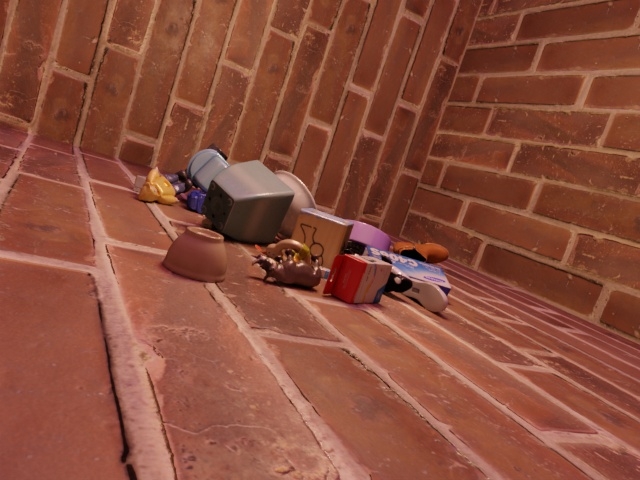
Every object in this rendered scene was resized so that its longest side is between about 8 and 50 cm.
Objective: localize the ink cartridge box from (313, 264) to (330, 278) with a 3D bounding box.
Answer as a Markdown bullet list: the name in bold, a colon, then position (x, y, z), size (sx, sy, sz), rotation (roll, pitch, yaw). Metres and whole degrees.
- **ink cartridge box**: position (-0.005, 0.106, 1.777), size (0.083, 0.028, 0.048), rotation (19, 7, 9)

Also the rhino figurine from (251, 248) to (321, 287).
- **rhino figurine**: position (-0.095, 0.083, 1.499), size (0.243, 0.073, 0.106), rotation (11, 46, -38)

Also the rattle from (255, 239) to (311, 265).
- **rattle**: position (-0.138, 0.076, 1.677), size (0.199, 0.143, 0.130), rotation (5, -28, 13)

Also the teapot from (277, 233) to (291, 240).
- **teapot**: position (-0.068, -0.076, 2.348), size (0.256, 0.187, 0.252), rotation (21, 8, 11)

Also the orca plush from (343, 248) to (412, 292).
- **orca plush**: position (0.188, 0.121, 1.853), size (0.287, 0.151, 0.102), rotation (37, 51, 24)

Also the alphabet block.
- **alphabet block**: position (0.000, 0.000, 1.917), size (0.192, 0.197, 0.193), rotation (21, 8, 11)

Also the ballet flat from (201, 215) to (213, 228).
- **ballet flat**: position (-0.439, -0.082, 2.014), size (0.052, 0.057, 0.168), rotation (7, 9, -8)

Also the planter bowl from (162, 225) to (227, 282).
- **planter bowl**: position (-0.308, 0.028, 1.308), size (0.162, 0.109, 0.162), rotation (19, 7, -3)

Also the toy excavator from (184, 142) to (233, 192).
- **toy excavator**: position (-0.433, -0.231, 2.360), size (0.433, 0.222, 0.445), rotation (47, -2, -15)

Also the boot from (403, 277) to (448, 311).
- **boot**: position (0.411, 0.194, 1.870), size (0.123, 0.095, 0.258), rotation (7, 11, -27)

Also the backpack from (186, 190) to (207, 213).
- **backpack**: position (-0.547, -0.179, 2.282), size (0.101, 0.098, 0.120), rotation (8, 13, -35)

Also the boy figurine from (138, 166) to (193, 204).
- **boy figurine**: position (-0.678, -0.234, 2.189), size (0.177, 0.092, 0.285), rotation (61, 25, -3)

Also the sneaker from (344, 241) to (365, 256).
- **sneaker**: position (0.085, 0.043, 2.189), size (0.283, 0.107, 0.124), rotation (18, 2, 0)

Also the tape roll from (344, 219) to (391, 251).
- **tape roll**: position (0.170, 0.009, 2.264), size (0.274, 0.090, 0.275), rotation (19, -18, 6)

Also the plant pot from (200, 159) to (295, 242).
- **plant pot**: position (-0.300, -0.142, 1.937), size (0.247, 0.248, 0.252), rotation (42, 30, 27)

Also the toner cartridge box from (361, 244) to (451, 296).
- **toner cartridge box**: position (0.343, 0.133, 2.077), size (0.347, 0.075, 0.165), rotation (17, 26, -12)

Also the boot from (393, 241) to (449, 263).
- **boot**: position (0.484, 0.062, 2.402), size (0.283, 0.109, 0.220), rotation (15, 6, -1)

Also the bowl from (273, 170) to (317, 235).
- **bowl**: position (-0.159, -0.127, 2.105), size (0.298, 0.298, 0.134), rotation (24, 47, 38)

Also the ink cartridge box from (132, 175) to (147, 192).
- **ink cartridge box**: position (-0.757, -0.244, 2.348), size (0.127, 0.072, 0.175), rotation (20, 7, 5)

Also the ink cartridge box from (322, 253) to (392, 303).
- **ink cartridge box**: position (0.117, 0.119, 1.569), size (0.078, 0.134, 0.231), rotation (24, 10, 35)
